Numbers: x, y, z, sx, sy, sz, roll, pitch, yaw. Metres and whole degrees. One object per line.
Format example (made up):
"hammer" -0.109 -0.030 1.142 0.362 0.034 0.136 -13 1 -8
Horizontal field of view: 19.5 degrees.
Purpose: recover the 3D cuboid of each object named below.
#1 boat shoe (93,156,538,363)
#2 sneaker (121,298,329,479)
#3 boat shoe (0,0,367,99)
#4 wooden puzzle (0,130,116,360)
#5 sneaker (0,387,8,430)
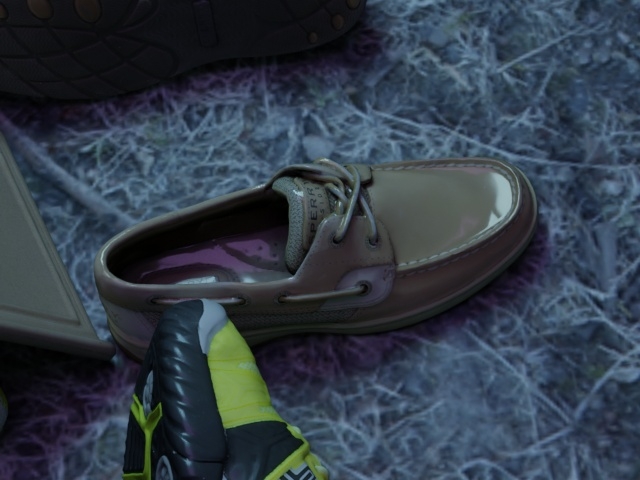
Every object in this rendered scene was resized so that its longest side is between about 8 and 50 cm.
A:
"boat shoe" 0.000 0.000 1.230 0.302 0.098 0.109 -14 59 -3
"sneaker" -0.020 0.207 1.107 0.147 0.145 0.384 -5 59 -22
"boat shoe" -0.130 -0.188 1.353 0.324 0.123 0.116 -7 52 -7
"wooden puzzle" -0.260 -0.016 1.216 0.044 0.221 0.238 -46 58 19
"sneaker" -0.312 0.057 1.229 0.126 0.091 0.240 -33 62 -12
